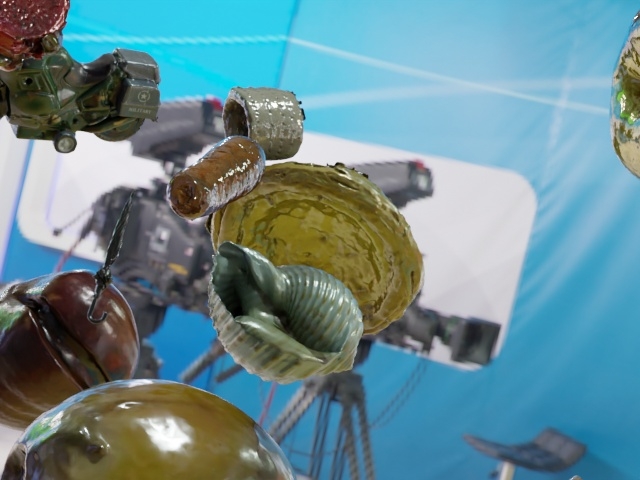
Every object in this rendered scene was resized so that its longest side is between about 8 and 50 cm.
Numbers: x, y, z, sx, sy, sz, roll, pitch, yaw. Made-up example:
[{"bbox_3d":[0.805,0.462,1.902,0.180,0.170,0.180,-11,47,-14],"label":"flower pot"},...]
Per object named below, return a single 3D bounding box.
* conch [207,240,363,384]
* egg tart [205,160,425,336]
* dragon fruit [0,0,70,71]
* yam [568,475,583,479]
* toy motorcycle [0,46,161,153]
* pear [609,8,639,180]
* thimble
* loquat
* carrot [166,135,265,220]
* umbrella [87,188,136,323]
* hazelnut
[{"bbox_3d":[-0.037,0.077,0.938,0.153,0.102,0.135,19,26,-5],"label":"conch"},{"bbox_3d":[0.000,0.000,1.582,0.345,0.345,0.132,14,44,6],"label":"egg tart"},{"bbox_3d":[-0.315,-0.253,1.065,0.150,0.133,0.207,-23,27,7],"label":"dragon fruit"},{"bbox_3d":[0.180,0.319,1.030,0.057,0.241,0.057,51,-9,11],"label":"yam"},{"bbox_3d":[-0.322,-0.208,1.309,0.275,0.187,0.125,2,33,-33],"label":"toy motorcycle"},{"bbox_3d":[0.344,-0.121,0.870,0.197,0.197,0.197,14,1,0],"label":"pear"},{"bbox_3d":[-0.082,-0.168,1.520,0.090,0.115,0.102,-5,-30,-25],"label":"thimble"},{"bbox_3d":[-0.126,0.197,0.807,0.227,0.179,0.179,11,3,-24],"label":"loquat"},{"bbox_3d":[-0.099,-0.060,1.030,0.060,0.060,0.186,14,22,10],"label":"carrot"},{"bbox_3d":[-0.203,0.012,1.018,0.022,0.148,0.022,4,-29,7],"label":"umbrella"},{"bbox_3d":[-0.305,0.129,1.197,0.178,0.204,0.178,48,-13,15],"label":"hazelnut"}]
